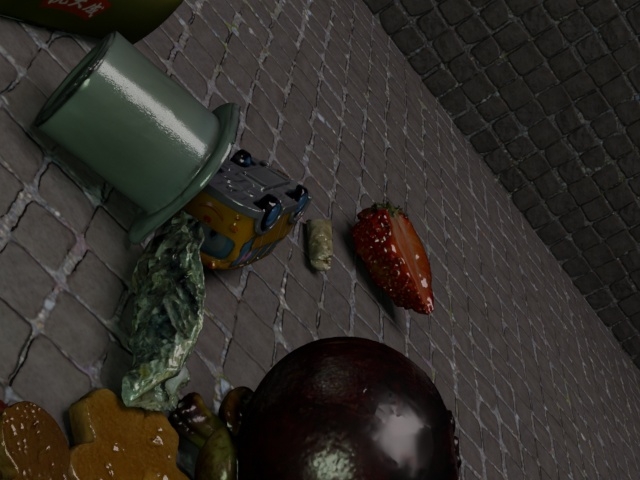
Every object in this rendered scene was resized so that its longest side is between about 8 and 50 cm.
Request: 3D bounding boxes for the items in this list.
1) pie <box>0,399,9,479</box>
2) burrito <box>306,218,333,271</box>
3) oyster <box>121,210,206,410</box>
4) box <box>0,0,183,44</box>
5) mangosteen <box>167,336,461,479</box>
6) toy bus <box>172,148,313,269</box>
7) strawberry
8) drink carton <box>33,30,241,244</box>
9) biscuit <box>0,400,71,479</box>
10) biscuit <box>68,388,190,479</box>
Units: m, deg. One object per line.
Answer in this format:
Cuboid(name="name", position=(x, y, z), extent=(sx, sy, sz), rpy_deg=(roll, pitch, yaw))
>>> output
Cuboid(name="pie", position=(-0.283, 0.211, 0.771), extent=(0.218, 0.054, 0.204), rpy_deg=(48, 25, -25))
Cuboid(name="burrito", position=(0.000, 0.000, 1.645), extent=(0.149, 0.041, 0.055), rpy_deg=(-91, 157, -56))
Cuboid(name="oyster", position=(-0.173, 0.078, 1.101), extent=(0.087, 0.199, 0.252), rpy_deg=(17, 72, -18))
Cuboid(name="box", position=(-0.406, -0.485, 1.281), extent=(0.420, 0.138, 0.373), rpy_deg=(63, 23, 11))
Cuboid(name="mangosteen", position=(0.012, 0.254, 1.069), extent=(0.293, 0.297, 0.297), rpy_deg=(-15, 70, -23))
Cuboid(name="toy bus", position=(-0.113, -0.035, 1.322), extent=(0.126, 0.136, 0.209), rpy_deg=(33, 19, 13))
Cuboid(name="strawberry", position=(0.139, 0.039, 1.816), extent=(0.228, 0.098, 0.174), rpy_deg=(63, 23, 1))
Cuboid(name="drink carton", position=(-0.225, -0.145, 1.186), extent=(0.189, 0.191, 0.185), rpy_deg=(43, 29, -21))
Cuboid(name="biscuit", position=(-0.224, 0.227, 0.772), extent=(0.138, 0.031, 0.205), rpy_deg=(24, 43, -57))
Cuboid(name="biscuit", position=(-0.183, 0.264, 0.937), extent=(0.184, 0.035, 0.248), rpy_deg=(32, 33, -47))
